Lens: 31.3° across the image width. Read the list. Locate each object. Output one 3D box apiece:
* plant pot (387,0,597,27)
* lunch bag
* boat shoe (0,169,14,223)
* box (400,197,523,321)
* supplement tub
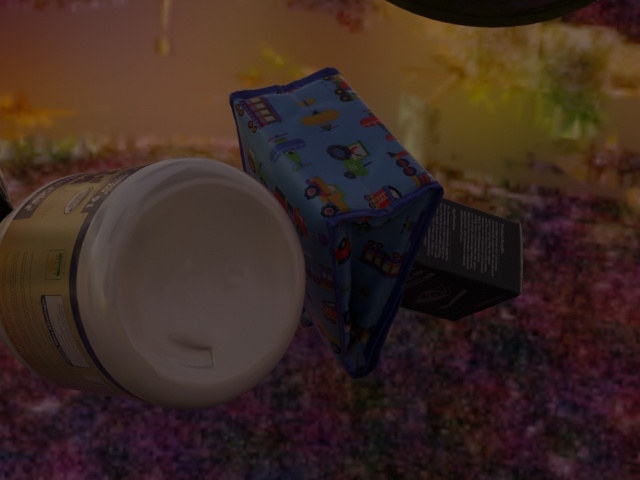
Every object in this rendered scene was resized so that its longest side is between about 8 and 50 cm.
[{"bbox_3d":[0.143,-0.358,0.759,0.366,0.367,0.353,4,0,-1],"label":"plant pot"},{"bbox_3d":[0.000,0.000,1.254,0.138,0.293,0.221,-18,49,-24],"label":"lunch bag"},{"bbox_3d":[-0.438,-0.003,1.560,0.077,0.219,0.070,-23,13,-5],"label":"boat shoe"},{"bbox_3d":[0.146,0.022,1.538,0.207,0.108,0.153,17,-26,-28],"label":"box"},{"bbox_3d":[-0.189,0.041,1.123,0.228,0.228,0.316,-4,1,-37],"label":"supplement tub"}]
